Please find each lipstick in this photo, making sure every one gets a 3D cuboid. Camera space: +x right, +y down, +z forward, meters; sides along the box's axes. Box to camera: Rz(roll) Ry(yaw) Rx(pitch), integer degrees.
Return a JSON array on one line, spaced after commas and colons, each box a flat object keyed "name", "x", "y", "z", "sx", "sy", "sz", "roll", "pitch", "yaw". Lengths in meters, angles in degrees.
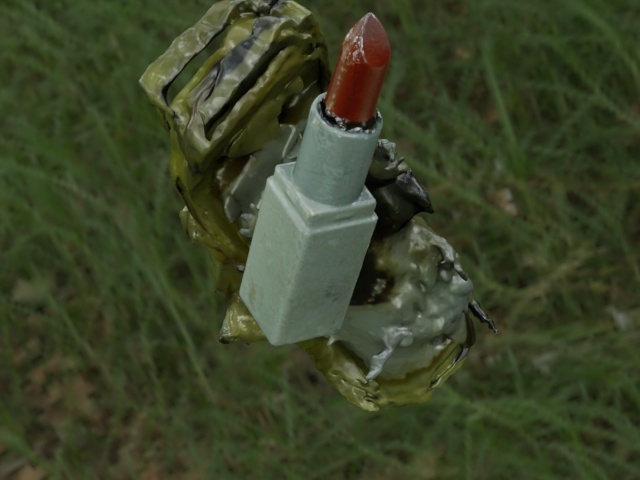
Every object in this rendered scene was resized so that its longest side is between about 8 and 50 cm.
[{"name": "lipstick", "x": 0.002, "y": -0.021, "z": 0.567, "sx": 0.030, "sy": 0.129, "sz": 0.030, "roll": -12, "pitch": 48, "yaw": -28}]

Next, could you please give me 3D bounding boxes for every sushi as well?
[{"name": "sushi", "x": -0.004, "y": -0.002, "z": 0.975, "sx": 0.139, "sy": 0.291, "sz": 0.131, "roll": -44, "pitch": 45, "yaw": -14}]
